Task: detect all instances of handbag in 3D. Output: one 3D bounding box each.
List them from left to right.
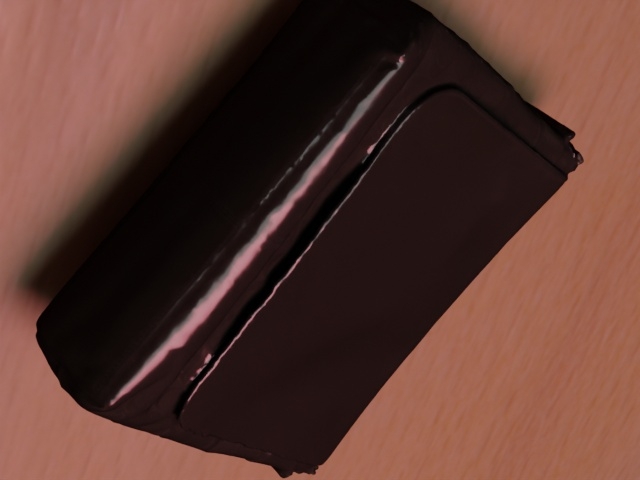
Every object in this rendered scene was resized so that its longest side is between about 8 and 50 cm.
[{"bbox_3d":[0.000,0.000,0.847,0.247,0.080,0.223,-50,149,7],"label":"handbag"}]
